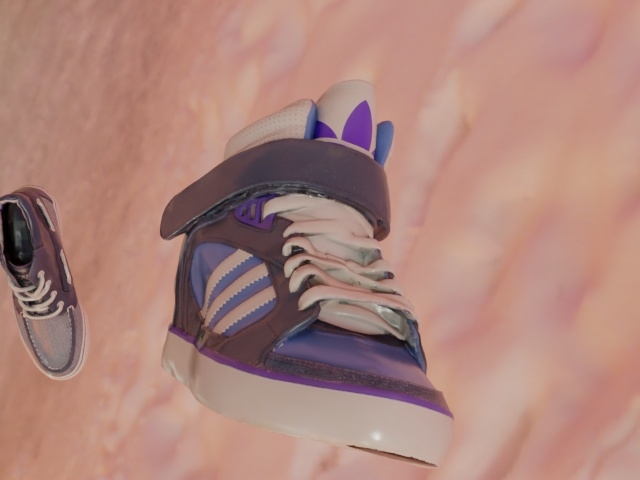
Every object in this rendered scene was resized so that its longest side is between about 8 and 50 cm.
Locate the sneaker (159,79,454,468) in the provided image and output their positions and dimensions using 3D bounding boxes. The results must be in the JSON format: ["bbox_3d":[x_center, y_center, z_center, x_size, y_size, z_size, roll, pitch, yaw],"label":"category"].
[{"bbox_3d":[0.000,0.000,0.744,0.323,0.130,0.236,10,82,64],"label":"sneaker"}]

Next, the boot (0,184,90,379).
[{"bbox_3d":[-0.266,0.045,1.058,0.086,0.069,0.190,-73,-29,-83],"label":"boot"}]
